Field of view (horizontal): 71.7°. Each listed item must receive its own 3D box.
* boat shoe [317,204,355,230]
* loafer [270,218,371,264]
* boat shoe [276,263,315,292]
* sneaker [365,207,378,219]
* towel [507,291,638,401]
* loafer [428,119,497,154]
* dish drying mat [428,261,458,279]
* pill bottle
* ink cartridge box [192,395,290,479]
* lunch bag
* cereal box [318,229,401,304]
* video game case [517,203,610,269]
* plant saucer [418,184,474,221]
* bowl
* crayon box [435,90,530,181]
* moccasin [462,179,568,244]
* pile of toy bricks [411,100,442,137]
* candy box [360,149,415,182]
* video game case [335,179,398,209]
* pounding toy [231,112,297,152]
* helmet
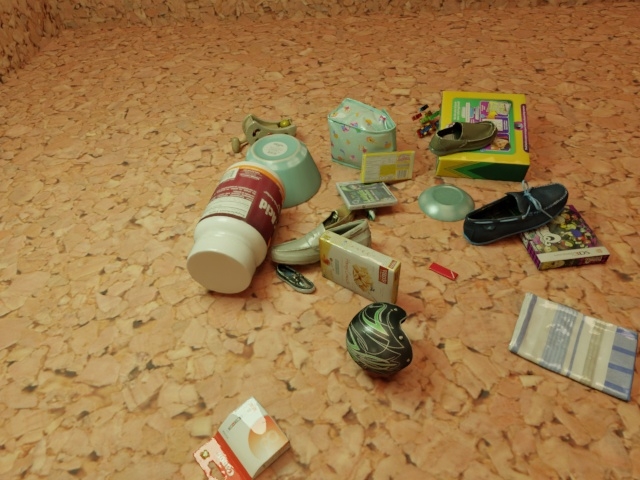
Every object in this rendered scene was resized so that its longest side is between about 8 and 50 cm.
[{"bbox_3d":[0.055,-0.074,1.478,0.068,0.072,0.190,24,52,26],"label":"boat shoe"},{"bbox_3d":[0.000,0.000,1.370,0.319,0.112,0.112,-11,24,-9],"label":"loafer"},{"bbox_3d":[-0.078,0.113,1.327,0.142,0.040,0.049,24,52,26],"label":"boat shoe"},{"bbox_3d":[0.189,-0.112,1.529,0.069,0.038,0.098,-15,47,-9],"label":"sneaker"},{"bbox_3d":[0.645,0.258,1.131,0.285,0.034,0.209,22,52,24],"label":"towel"},{"bbox_3d":[0.510,-0.372,1.566,0.251,0.087,0.094,-18,59,-2],"label":"loafer"},{"bbox_3d":[0.370,0.092,1.334,0.083,0.008,0.032,28,55,28],"label":"dish drying mat"},{"bbox_3d":[-0.254,-0.046,1.371,0.224,0.224,0.392,4,46,9],"label":"pill bottle"},{"bbox_3d":[-0.180,0.461,0.992,0.179,0.045,0.145,-32,51,-28],"label":"ink cartridge box"},{"bbox_3d":[0.173,-0.381,1.665,0.262,0.223,0.160,25,59,25],"label":"lunch bag"},{"bbox_3d":[0.108,0.083,1.250,0.240,0.173,0.047,24,52,27],"label":"cereal box"},{"bbox_3d":[0.737,-0.015,1.385,0.210,0.042,0.232,-6,45,0],"label":"video game case"},{"bbox_3d":[0.440,-0.144,1.542,0.194,0.037,0.195,-3,45,3],"label":"plant saucer"},{"bbox_3d":[-0.154,-0.276,1.634,0.311,0.163,0.312,-2,46,2],"label":"bowl"},{"bbox_3d":[0.611,-0.403,1.686,0.313,0.106,0.363,6,60,11],"label":"crayon box"},{"bbox_3d":[0.610,-0.093,1.369,0.342,0.117,0.138,-28,43,-1],"label":"moccasin"},{"bbox_3d":[0.464,-0.524,1.885,0.212,0.118,0.105,-35,13,-14],"label":"pile of toy bricks"},{"bbox_3d":[0.245,-0.268,1.605,0.205,0.105,0.027,-7,26,-20],"label":"candy box"},{"bbox_3d":[0.158,-0.166,1.559,0.173,0.022,0.190,-7,33,-10],"label":"video game case"},{"bbox_3d":[-0.245,-0.462,1.829,0.269,0.154,0.155,-16,47,-11],"label":"pounding toy"},{"bbox_3d":[0.146,0.247,1.094,0.169,0.169,0.161,8,31,12],"label":"helmet"}]
